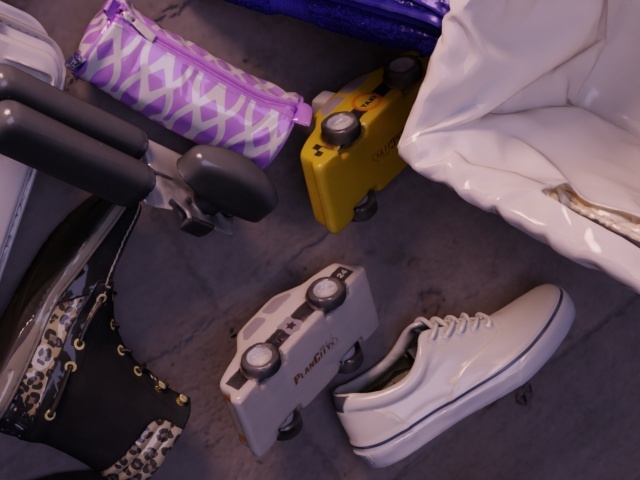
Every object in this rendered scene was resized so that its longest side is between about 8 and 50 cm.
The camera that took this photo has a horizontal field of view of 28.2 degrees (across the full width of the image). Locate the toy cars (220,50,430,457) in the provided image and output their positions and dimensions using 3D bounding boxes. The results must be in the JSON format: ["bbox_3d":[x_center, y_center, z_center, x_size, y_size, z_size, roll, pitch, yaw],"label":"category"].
[{"bbox_3d":[0.000,0.000,1.159,0.176,0.087,0.394,16,93,-55],"label":"toy cars"}]

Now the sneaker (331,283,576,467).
[{"bbox_3d":[0.127,0.110,1.211,0.258,0.094,0.091,-36,110,-10],"label":"sneaker"}]

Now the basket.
[{"bbox_3d":[0.292,-0.146,0.917,0.266,0.328,0.331,-16,131,-57],"label":"basket"}]

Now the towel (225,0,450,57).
[{"bbox_3d":[0.029,-0.283,1.045,0.076,0.308,0.228,23,89,-62],"label":"towel"}]

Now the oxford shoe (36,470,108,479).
[{"bbox_3d":[-0.250,0.265,1.133,0.212,0.076,0.076,-15,131,-19],"label":"oxford shoe"}]

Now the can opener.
[{"bbox_3d":[-0.156,-0.075,1.051,0.093,0.074,0.280,-38,142,28],"label":"can opener"}]

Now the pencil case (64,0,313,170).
[{"bbox_3d":[-0.114,-0.138,1.107,0.206,0.088,0.086,27,47,-22],"label":"pencil case"}]

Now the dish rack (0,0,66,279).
[{"bbox_3d":[-0.335,-0.047,0.986,0.285,0.072,0.333,19,89,-50],"label":"dish rack"}]

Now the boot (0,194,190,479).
[{"bbox_3d":[-0.183,0.088,1.121,0.178,0.085,0.236,36,76,-28],"label":"boot"}]
